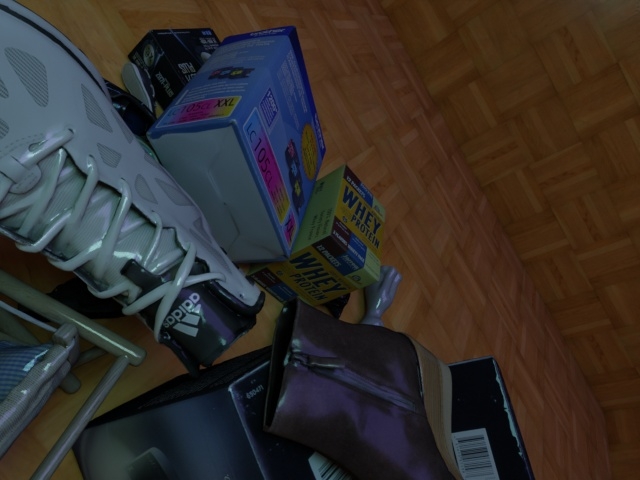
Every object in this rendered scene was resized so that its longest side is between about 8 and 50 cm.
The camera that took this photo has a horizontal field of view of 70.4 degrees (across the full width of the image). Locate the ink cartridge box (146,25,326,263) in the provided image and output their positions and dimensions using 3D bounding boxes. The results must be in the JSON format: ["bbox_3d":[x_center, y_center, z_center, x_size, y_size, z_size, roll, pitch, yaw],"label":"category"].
[{"bbox_3d":[-0.107,-0.192,0.807,0.395,0.151,0.270,-77,158,-44],"label":"ink cartridge box"}]

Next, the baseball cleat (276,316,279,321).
[{"bbox_3d":[-0.045,0.204,0.790,0.109,0.072,0.206,51,38,-30],"label":"baseball cleat"}]

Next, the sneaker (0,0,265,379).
[{"bbox_3d":[-0.169,-0.016,0.397,0.257,0.169,0.447,40,-6,18],"label":"sneaker"}]

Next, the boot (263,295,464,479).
[{"bbox_3d":[0.037,0.187,0.392,0.207,0.090,0.248,25,50,-27],"label":"boot"}]

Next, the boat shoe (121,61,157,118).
[{"bbox_3d":[-0.299,-0.241,0.771,0.038,0.046,0.125,-9,72,-59],"label":"boat shoe"}]

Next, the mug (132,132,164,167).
[{"bbox_3d":[-0.276,-0.085,0.645,0.158,0.097,0.129,31,45,-39],"label":"mug"}]

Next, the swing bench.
[{"bbox_3d":[-0.337,0.130,0.357,0.254,0.165,0.253,48,37,-22],"label":"swing bench"}]

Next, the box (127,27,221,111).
[{"bbox_3d":[-0.242,-0.317,0.866,0.147,0.078,0.180,59,33,-9],"label":"box"}]

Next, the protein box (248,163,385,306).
[{"bbox_3d":[0.000,0.000,0.869,0.136,0.201,0.199,43,38,-27],"label":"protein box"}]

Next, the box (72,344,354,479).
[{"bbox_3d":[-0.078,0.284,0.486,0.183,0.294,0.296,-17,82,-55],"label":"box"}]

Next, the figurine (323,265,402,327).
[{"bbox_3d":[0.089,0.119,1.030,0.215,0.092,0.209,47,45,-25],"label":"figurine"}]

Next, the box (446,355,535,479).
[{"bbox_3d":[0.350,0.450,0.989,0.312,0.179,0.343,40,36,-61],"label":"box"}]

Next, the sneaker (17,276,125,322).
[{"bbox_3d":[-0.292,0.053,0.576,0.170,0.051,0.089,12,59,-56],"label":"sneaker"}]

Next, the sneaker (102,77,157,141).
[{"bbox_3d":[-0.334,-0.207,0.636,0.232,0.090,0.081,19,98,-48],"label":"sneaker"}]
